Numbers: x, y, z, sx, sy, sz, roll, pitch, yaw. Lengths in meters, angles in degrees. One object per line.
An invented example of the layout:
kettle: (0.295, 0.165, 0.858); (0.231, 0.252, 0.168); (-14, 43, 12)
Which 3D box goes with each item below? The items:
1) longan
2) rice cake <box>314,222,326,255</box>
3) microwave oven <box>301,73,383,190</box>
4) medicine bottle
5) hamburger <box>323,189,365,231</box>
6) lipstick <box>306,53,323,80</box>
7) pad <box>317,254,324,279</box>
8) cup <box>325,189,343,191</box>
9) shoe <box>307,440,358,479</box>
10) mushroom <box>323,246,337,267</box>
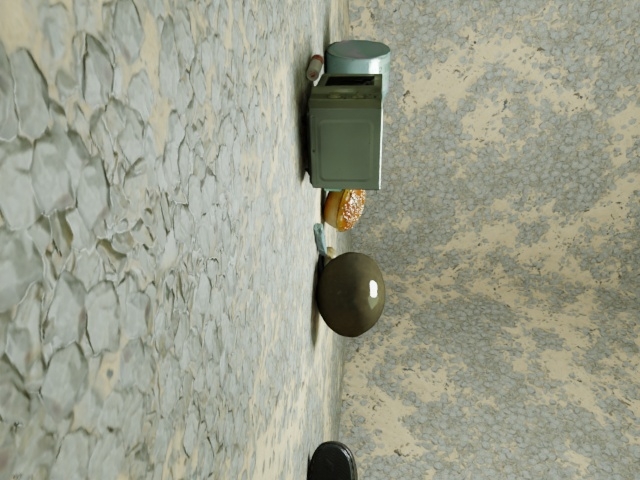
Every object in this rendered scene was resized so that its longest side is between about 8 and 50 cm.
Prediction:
longan: (0.103, 0.186, 1.834); (0.300, 0.243, 0.300); (-163, -90, -84)
rice cake: (0.000, 0.000, 1.799); (0.180, 0.030, 0.042); (79, 16, -59)
microwave oven: (0.070, -0.324, 1.526); (0.355, 0.218, 0.286); (-78, 169, -61)
medicine bottle: (0.139, -0.593, 2.022); (0.245, 0.245, 0.290); (-80, 172, -53)
hamburger: (0.093, -0.143, 1.990); (0.237, 0.147, 0.237); (18, 90, -87)
lipstick: (-0.015, -0.498, 1.514); (0.131, 0.038, 0.038); (-80, 169, -53)
pad: (0.004, 0.138, 1.996); (0.181, 0.004, 0.267); (-81, 170, -49)
cup: (0.061, -0.261, 1.862); (0.236, 0.148, 0.134); (-77, -166, -57)
shoe: (0.051, 0.856, 1.788); (0.237, 0.171, 0.384); (16, 77, -77)
mushroom: (0.036, 0.096, 2.040); (0.202, 0.054, 0.059); (91, 3, -54)
